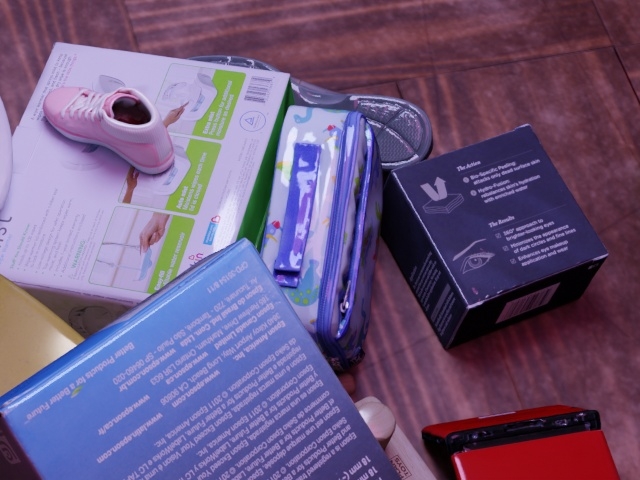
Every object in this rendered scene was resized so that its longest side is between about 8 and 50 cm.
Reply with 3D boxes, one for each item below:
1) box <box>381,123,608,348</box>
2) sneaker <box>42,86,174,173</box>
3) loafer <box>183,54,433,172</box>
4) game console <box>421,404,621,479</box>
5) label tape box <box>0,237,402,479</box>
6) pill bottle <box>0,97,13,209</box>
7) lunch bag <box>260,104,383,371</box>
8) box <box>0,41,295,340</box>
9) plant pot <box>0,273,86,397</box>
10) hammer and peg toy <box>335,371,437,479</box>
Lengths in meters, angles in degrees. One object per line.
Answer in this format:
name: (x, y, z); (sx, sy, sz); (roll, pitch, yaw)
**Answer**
box: (0.158, -0.005, 1.608); (0.156, 0.093, 0.158); (-19, 66, -21)
sneaker: (-0.184, -0.111, 1.452); (0.134, 0.070, 0.051); (28, 63, 23)
loafer: (-0.021, -0.112, 1.655); (0.267, 0.084, 0.096); (14, 86, 10)
game console: (0.176, 0.198, 1.501); (0.144, 0.124, 0.085); (-7, 90, -16)
label tape box: (-0.067, 0.204, 1.226); (0.240, 0.106, 0.334); (-35, 96, -34)
pill bottle: (-0.413, -0.067, 1.434); (0.278, 0.162, 0.162); (-7, 55, 23)
lunch bag: (0.000, 0.000, 1.503); (0.090, 0.176, 0.219); (5, 73, 11)
box: (-0.161, -0.031, 1.511); (0.231, 0.127, 0.262); (8, 57, 12)
plant pot: (-0.255, 0.161, 1.325); (0.187, 0.212, 0.212); (17, 55, 26)
hammer and peg toy: (-0.012, 0.237, 1.409); (0.266, 0.127, 0.361); (-26, 68, -24)
